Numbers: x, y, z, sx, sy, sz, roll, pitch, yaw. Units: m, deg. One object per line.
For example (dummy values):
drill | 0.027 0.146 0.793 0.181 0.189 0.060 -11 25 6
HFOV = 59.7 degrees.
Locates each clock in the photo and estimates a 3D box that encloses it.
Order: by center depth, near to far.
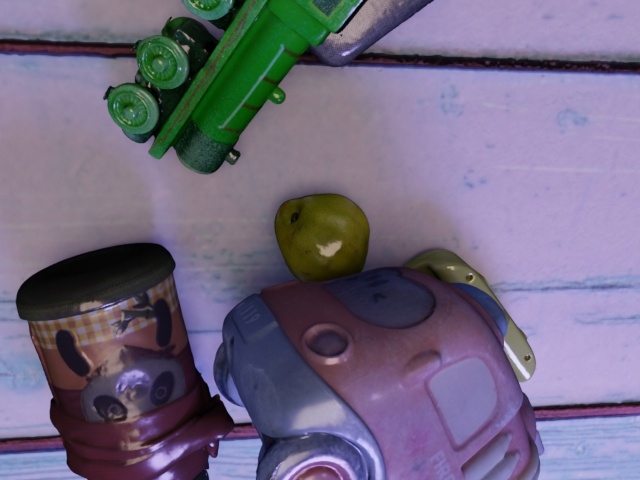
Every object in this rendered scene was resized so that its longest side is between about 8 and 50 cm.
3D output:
clock | 0.092 0.133 0.583 0.232 0.069 0.170 -39 107 4

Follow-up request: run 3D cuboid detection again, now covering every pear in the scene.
pear | 0.000 0.000 0.525 0.097 0.092 0.092 26 101 -15

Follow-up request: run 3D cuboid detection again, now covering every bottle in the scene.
bottle | -0.163 0.143 0.514 0.156 0.143 0.271 -6 106 20

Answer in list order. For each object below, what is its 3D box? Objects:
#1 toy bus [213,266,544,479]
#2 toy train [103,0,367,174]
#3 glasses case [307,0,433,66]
toy bus | 0.061 0.147 0.457 0.232 0.197 0.294 -28 109 -11
toy train | -0.069 -0.150 0.435 0.119 0.085 0.251 35 128 -15
glasses case | 0.097 -0.285 0.463 0.323 0.074 0.131 -37 108 3
